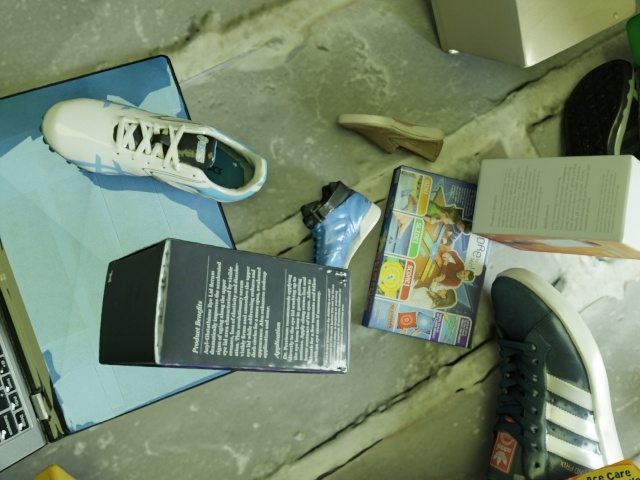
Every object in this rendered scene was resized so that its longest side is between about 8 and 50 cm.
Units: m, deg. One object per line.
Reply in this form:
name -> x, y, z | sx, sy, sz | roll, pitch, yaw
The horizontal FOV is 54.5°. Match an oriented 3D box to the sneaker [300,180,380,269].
sneaker -> 0.000, 0.000, 0.728 | 0.084, 0.058, 0.152 | 36, 77, -13

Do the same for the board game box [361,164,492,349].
board game box -> 0.138, 0.021, 0.767 | 0.136, 0.035, 0.201 | 14, 85, -10

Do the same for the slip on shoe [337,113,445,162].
slip on shoe -> 0.085, -0.126, 0.760 | 0.135, 0.051, 0.041 | 8, 98, -16

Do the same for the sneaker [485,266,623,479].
sneaker -> 0.249, 0.211, 0.731 | 0.148, 0.131, 0.350 | -21, 92, -15

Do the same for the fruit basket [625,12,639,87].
fruit basket -> 0.534, -0.138, 0.654 | 0.283, 0.392, 0.392 | -27, 93, -11

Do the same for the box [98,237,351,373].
box -> -0.094, 0.075, 0.621 | 0.207, 0.153, 0.108 | 10, 75, -34

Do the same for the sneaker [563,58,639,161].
sneaker -> 0.374, -0.112, 0.810 | 0.097, 0.084, 0.235 | 12, 86, -34

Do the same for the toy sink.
toy sink -> 0.221, -0.303, 0.735 | 0.152, 0.234, 0.131 | -28, 122, -11

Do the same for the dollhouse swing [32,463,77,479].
dollhouse swing -> -0.286, 0.472, 0.635 | 0.346, 0.305, 0.315 | -36, 55, -1

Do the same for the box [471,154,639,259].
box -> 0.283, -0.036, 0.709 | 0.130, 0.170, 0.091 | 13, 84, -44

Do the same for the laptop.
laptop -> -0.291, 0.022, 0.592 | 0.236, 0.408, 0.382 | -19, 91, 23

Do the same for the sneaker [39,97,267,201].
sneaker -> -0.164, -0.099, 0.654 | 0.237, 0.086, 0.085 | 13, 73, -33

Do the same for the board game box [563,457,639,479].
board game box -> 0.235, 0.494, 0.547 | 0.356, 0.356, 0.357 | -14, 114, -11
